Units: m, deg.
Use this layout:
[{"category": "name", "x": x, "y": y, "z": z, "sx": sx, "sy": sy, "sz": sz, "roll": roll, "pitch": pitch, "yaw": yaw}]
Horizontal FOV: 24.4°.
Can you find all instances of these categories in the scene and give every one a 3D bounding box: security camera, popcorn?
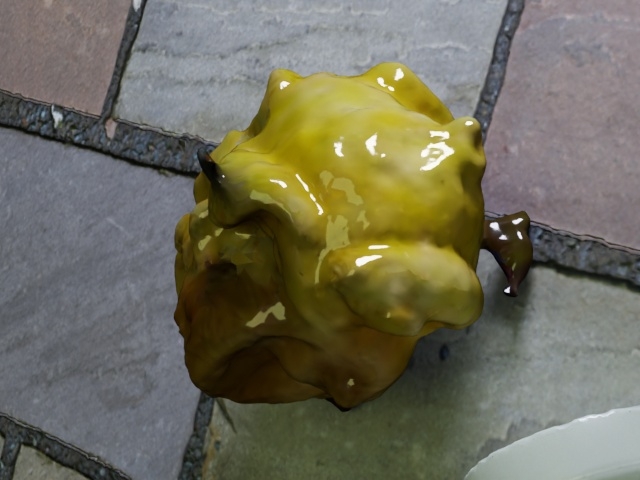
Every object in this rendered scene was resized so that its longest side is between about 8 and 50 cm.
[{"category": "security camera", "x": 0.214, "y": 0.248, "z": 1.012, "sx": 0.194, "sy": 0.194, "sz": 0.236, "roll": -32, "pitch": 59, "yaw": 31}, {"category": "popcorn", "x": 0.000, "y": 0.000, "z": 1.207, "sx": 0.316, "sy": 0.281, "sz": 0.297, "roll": -54, "pitch": 35, "yaw": 2}]
